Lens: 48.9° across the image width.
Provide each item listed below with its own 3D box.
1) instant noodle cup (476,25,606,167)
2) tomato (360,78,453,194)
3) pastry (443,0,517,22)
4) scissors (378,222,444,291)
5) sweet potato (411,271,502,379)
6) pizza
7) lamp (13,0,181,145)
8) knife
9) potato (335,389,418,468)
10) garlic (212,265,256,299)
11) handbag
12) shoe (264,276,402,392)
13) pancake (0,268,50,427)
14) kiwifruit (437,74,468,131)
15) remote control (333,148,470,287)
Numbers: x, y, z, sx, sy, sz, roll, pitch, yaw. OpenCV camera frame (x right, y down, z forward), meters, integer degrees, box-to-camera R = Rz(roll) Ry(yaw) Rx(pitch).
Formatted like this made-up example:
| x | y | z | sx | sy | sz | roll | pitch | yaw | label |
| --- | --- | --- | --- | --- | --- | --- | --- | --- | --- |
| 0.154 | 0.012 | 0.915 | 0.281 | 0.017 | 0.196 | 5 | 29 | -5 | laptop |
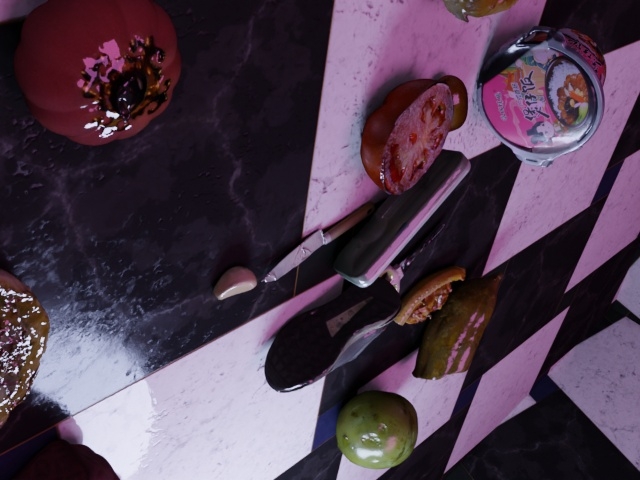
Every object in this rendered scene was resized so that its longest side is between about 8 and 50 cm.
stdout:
| x | y | z | sx | sy | sz | roll | pitch | yaw | label |
| --- | --- | --- | --- | --- | --- | --- | --- | --- | --- |
| 0.478 | -0.326 | 1.463 | 0.181 | 0.259 | 0.302 | -47 | 152 | -39 | instant noodle cup |
| 0.153 | -0.198 | 1.288 | 0.225 | 0.085 | 0.224 | -34 | 142 | -33 | tomato |
| 0.274 | -0.488 | 1.132 | 0.235 | 0.121 | 0.257 | -48 | 146 | -16 | pastry |
| 0.188 | 0.069 | 1.651 | 0.317 | 0.024 | 0.160 | -45 | 147 | -12 | scissors |
| 0.383 | 0.234 | 1.961 | 0.158 | 0.158 | 0.369 | 30 | 86 | -58 | sweet potato |
| 0.281 | 0.146 | 1.822 | 0.271 | 0.056 | 0.134 | -23 | 129 | -38 | pizza |
| -0.229 | -0.184 | 0.752 | 0.182 | 0.140 | 0.182 | -38 | 150 | -27 | lamp |
| -0.002 | -0.001 | 1.342 | 0.298 | 0.017 | 0.047 | -35 | 144 | -27 | knife |
| 0.158 | 0.506 | 1.878 | 0.215 | 0.216 | 0.304 | -51 | 146 | -4 | potato |
| -0.146 | 0.071 | 1.209 | 0.083 | 0.041 | 0.053 | -24 | 152 | -26 | garlic |
| -0.422 | 0.431 | 1.100 | 0.225 | 0.146 | 0.135 | -47 | 145 | -13 | handbag |
| 0.020 | 0.217 | 1.503 | 0.337 | 0.132 | 0.171 | -34 | 158 | -21 | shoe |
| -0.486 | 0.172 | 0.841 | 0.356 | 0.065 | 0.356 | -31 | 141 | -30 | pancake |
| 0.251 | -0.264 | 1.364 | 0.075 | 0.075 | 0.124 | -41 | 143 | -18 | kiwifruit |
| 0.157 | -0.054 | 1.408 | 0.335 | 0.128 | 0.065 | -49 | 117 | -7 | remote control |
